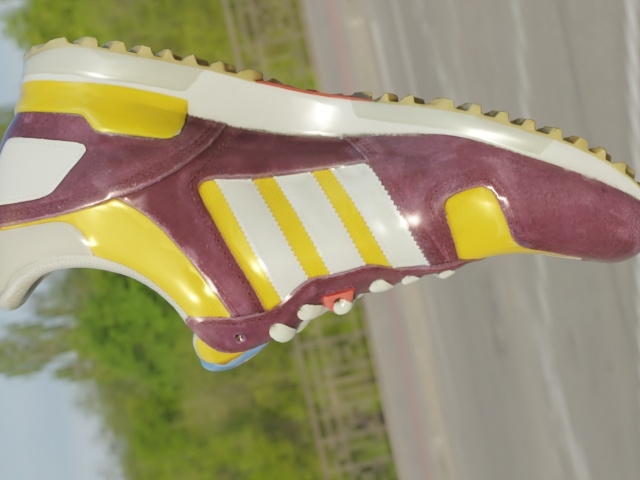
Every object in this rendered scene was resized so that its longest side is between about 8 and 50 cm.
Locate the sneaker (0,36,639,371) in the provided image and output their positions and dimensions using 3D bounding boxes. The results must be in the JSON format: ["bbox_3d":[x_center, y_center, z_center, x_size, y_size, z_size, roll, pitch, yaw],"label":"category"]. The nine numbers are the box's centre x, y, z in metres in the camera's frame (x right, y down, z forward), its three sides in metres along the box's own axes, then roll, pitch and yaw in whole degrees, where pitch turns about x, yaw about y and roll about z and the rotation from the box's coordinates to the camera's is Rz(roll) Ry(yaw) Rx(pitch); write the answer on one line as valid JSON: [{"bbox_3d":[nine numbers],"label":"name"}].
[{"bbox_3d":[0.000,0.000,0.557,0.069,0.185,0.084,69,-148,-84],"label":"sneaker"}]
